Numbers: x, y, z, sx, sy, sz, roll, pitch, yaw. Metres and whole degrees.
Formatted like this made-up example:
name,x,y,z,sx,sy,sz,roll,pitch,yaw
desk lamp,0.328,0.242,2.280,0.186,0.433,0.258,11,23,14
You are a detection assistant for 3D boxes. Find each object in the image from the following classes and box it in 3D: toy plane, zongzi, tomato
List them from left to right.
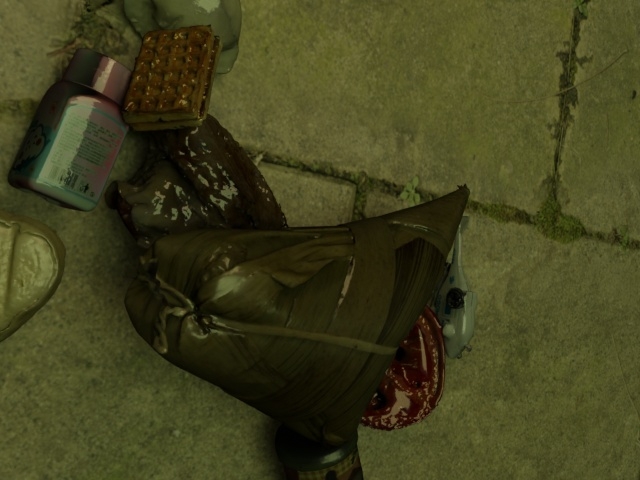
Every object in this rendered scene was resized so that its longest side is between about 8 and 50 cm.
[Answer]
name,x,y,z,sx,sy,sz,roll,pitch,yaw
zongzi,-0.015,-0.007,0.930,0.467,0.218,0.500,-59,140,-11
tomato,0.103,0.202,1.193,0.228,0.101,0.228,-1,92,-25
toy plane,0.255,0.075,1.277,0.182,0.107,0.273,32,72,-36

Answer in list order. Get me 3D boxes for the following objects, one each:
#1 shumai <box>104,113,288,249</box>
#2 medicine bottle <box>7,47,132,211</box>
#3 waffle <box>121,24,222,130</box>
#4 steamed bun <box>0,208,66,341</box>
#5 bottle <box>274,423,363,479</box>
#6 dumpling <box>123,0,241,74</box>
name,x,y,z,sx,sy,sz,roll,pitch,yaw
shumai,-0.187,-0.063,0.967,0.185,0.184,0.218,-29,149,13
medicine bottle,-0.306,-0.138,0.878,0.094,0.119,0.188,27,79,-37
waffle,-0.184,-0.205,0.878,0.042,0.102,0.148,69,22,-57
steamed bun,-0.413,0.041,0.830,0.212,0.110,0.231,-2,99,-16
bottle,0.017,0.409,1.126,0.156,0.143,0.271,-14,112,-7
dumpling,-0.185,-0.310,0.947,0.155,0.111,0.181,-6,109,-1
